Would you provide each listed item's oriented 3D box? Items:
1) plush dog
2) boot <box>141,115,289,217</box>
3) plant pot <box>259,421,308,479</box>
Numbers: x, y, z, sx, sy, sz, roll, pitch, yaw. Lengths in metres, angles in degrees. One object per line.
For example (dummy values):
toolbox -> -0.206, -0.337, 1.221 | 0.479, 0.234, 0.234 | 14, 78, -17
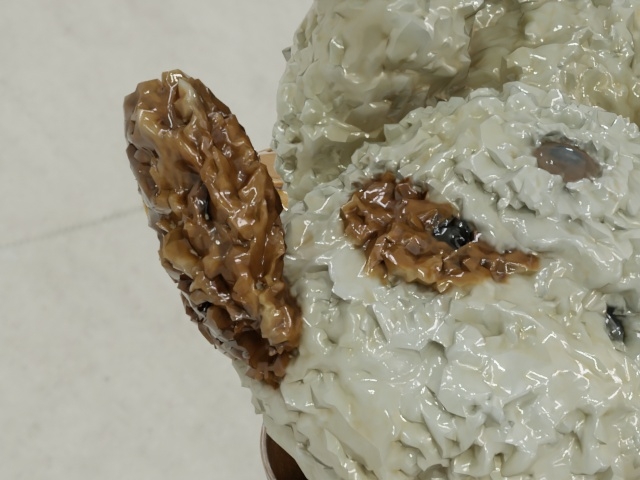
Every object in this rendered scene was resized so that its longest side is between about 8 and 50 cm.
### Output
plush dog -> 0.054, 0.000, 0.530 | 0.262, 0.210, 0.225 | 26, 42, 1
boot -> -0.005, -0.032, 0.888 | 0.211, 0.104, 0.295 | 1, 23, -37
plant pot -> 0.069, 0.230, 1.320 | 0.215, 0.230, 0.215 | -2, 38, 2
